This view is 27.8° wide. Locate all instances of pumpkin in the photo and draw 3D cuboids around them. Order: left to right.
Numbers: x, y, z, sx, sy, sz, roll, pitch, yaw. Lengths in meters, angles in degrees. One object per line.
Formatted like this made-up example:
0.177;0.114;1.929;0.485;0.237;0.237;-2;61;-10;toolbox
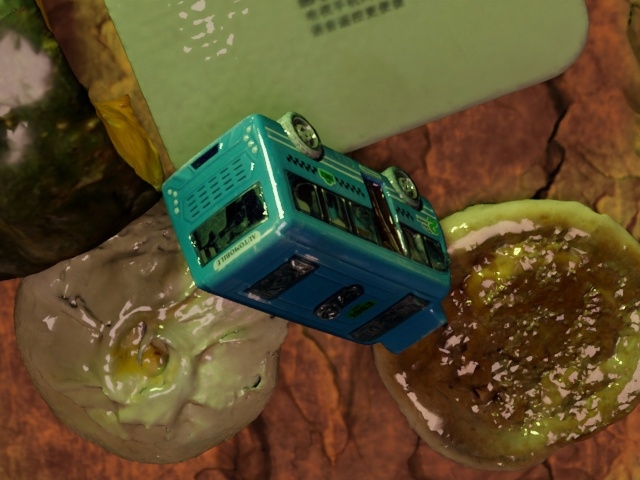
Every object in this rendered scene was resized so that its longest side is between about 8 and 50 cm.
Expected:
-0.265;-0.115;0.968;0.225;0.256;0.303;-29;92;7;pumpkin

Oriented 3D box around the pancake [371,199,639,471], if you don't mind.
0.182;0.083;1.176;0.282;0.049;0.282;-2;107;-8;pancake

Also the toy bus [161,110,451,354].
0.000;0.000;1.034;0.113;0.134;0.246;-35;145;25;toy bus

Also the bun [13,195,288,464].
-0.137;0.080;1.094;0.239;0.141;0.239;-1;104;-5;bun

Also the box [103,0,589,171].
0.001;-0.254;1.014;0.367;0.090;0.373;-20;116;0;box
